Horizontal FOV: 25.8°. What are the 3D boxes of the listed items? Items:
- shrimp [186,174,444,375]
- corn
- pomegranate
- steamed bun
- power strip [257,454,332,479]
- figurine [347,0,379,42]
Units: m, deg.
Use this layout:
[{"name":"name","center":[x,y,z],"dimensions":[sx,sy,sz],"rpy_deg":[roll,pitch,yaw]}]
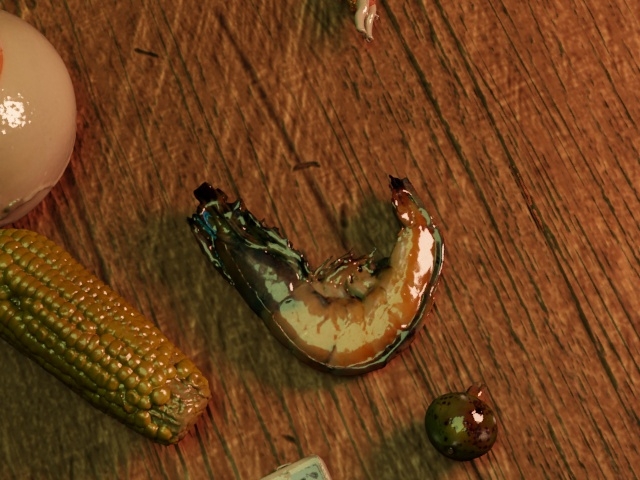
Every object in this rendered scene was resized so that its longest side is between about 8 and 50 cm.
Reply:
[{"name":"shrimp","center":[0.000,0.000,1.479],"dimensions":[0.290,0.054,0.222],"rpy_deg":[39,83,16]},{"name":"corn","center":[-0.252,0.096,1.463],"dimensions":[0.322,0.119,0.119],"rpy_deg":[38,82,16]},{"name":"pomegranate","center":[0.146,0.179,1.386],"dimensions":[0.084,0.073,0.073],"rpy_deg":[-33,68,-18]},{"name":"steamed bun","center":[-0.413,-0.146,1.520],"dimensions":[0.283,0.177,0.283],"rpy_deg":[-3,59,5]},{"name":"power strip","center":[-0.002,0.306,1.386],"dimensions":[0.081,0.035,0.192],"rpy_deg":[-26,68,1]},{"name":"figurine","center":[0.044,-0.271,1.566],"dimensions":[0.047,0.064,0.109],"rpy_deg":[-17,57,27]}]
